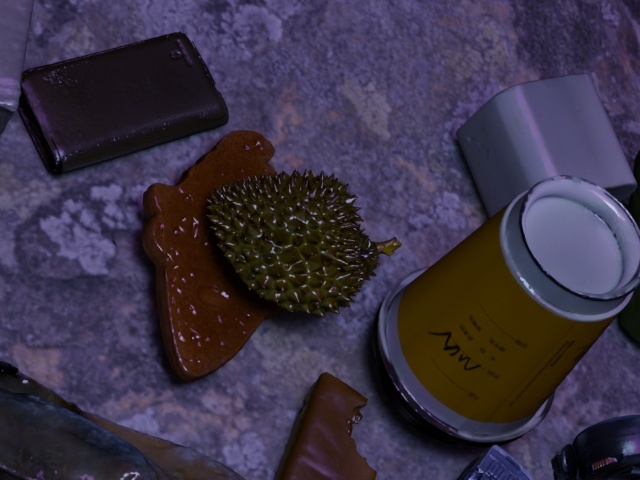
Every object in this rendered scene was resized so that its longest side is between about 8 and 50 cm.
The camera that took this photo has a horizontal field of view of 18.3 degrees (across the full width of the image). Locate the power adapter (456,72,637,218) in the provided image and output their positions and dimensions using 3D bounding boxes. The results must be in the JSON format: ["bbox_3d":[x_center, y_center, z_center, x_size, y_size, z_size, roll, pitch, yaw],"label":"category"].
[{"bbox_3d":[0.244,-0.051,2.048,0.130,0.125,0.205,-10,71,-31],"label":"power adapter"}]

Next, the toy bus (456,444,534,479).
[{"bbox_3d":[0.124,0.280,1.849,0.064,0.075,0.190,41,56,-1],"label":"toy bus"}]

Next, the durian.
[{"bbox_3d":[0.000,0.000,1.884,0.208,0.102,0.146,8,58,-35],"label":"durian"}]

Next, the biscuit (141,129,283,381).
[{"bbox_3d":[-0.093,0.014,1.895,0.183,0.043,0.280,24,60,-19],"label":"biscuit"}]

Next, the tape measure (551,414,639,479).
[{"bbox_3d":[0.291,0.258,1.924,0.104,0.107,0.180,20,55,-21],"label":"tape measure"}]

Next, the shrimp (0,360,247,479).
[{"bbox_3d":[-0.221,0.173,1.691,0.445,0.110,0.221,27,14,-5],"label":"shrimp"}]

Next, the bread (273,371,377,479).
[{"bbox_3d":[-0.004,0.236,1.825,0.088,0.049,0.226,30,55,-9],"label":"bread"}]

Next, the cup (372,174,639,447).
[{"bbox_3d":[0.177,0.065,1.867,0.196,0.280,0.196,13,54,-19],"label":"cup"}]

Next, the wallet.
[{"bbox_3d":[-0.193,-0.135,1.931,0.198,0.031,0.110,-19,74,-33],"label":"wallet"}]

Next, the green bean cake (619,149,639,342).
[{"bbox_3d":[0.429,0.003,2.112,0.222,0.125,0.248,11,61,-21],"label":"green bean cake"}]

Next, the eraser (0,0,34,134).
[{"bbox_3d":[-0.438,-0.206,1.816,0.343,0.078,0.144,14,61,-20],"label":"eraser"}]
